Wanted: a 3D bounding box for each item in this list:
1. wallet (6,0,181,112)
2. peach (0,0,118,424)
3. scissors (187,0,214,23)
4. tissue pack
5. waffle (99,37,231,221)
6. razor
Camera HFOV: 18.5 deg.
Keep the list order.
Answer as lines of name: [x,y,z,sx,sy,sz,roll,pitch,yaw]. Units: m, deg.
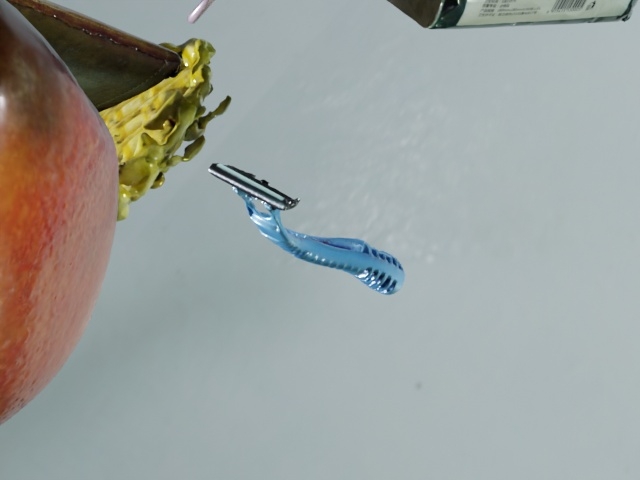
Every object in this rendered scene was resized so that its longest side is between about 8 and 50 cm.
wallet: [-0.240,-0.147,1.564,0.137,0.255,0.031,-26,67,28]
peach: [-0.270,-0.020,1.213,0.307,0.308,0.332,30,127,1]
scissors: [-0.031,-0.210,1.323,0.022,0.085,0.176,43,131,-7]
tissue pack: [0.125,-0.187,1.211,0.090,0.170,0.103,49,132,37]
waffle: [-0.204,-0.070,1.762,0.262,0.281,0.060,-13,132,45]
razor: [0.000,0.000,1.574,0.082,0.253,0.042,27,90,33]
